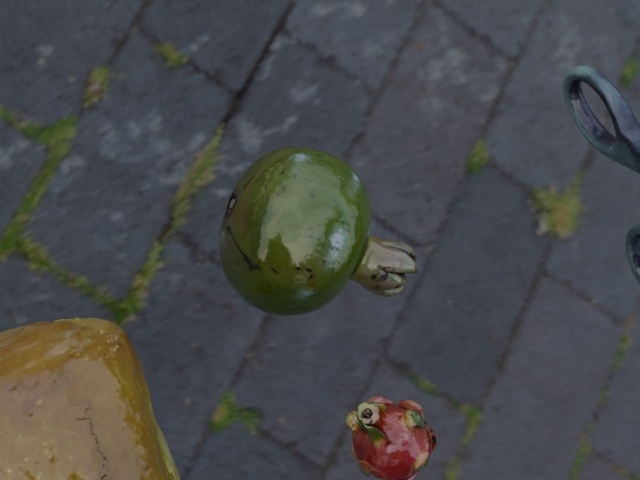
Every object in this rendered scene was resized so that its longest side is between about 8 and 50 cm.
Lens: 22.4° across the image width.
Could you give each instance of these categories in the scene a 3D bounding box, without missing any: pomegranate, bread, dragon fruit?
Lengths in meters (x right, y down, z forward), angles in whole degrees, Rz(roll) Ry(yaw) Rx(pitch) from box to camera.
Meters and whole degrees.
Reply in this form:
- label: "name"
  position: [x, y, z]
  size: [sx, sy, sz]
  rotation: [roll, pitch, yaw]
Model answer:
- label: "pomegranate"
  position: [-0.003, -0.013, 1.703]
  size: [0.210, 0.179, 0.179]
  rotation: [-6, 83, -5]
- label: "bread"
  position: [-0.248, 0.244, 1.131]
  size: [0.328, 0.148, 0.337]
  rotation: [-15, 89, 5]
- label: "dragon fruit"
  position: [0.068, 0.192, 1.576]
  size: [0.086, 0.116, 0.081]
  rotation: [13, 65, 19]

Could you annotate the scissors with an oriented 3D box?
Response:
- label: "scissors"
  position: [0.335, -0.038, 1.419]
  size: [0.029, 0.383, 0.256]
  rotation: [-26, 102, -12]
